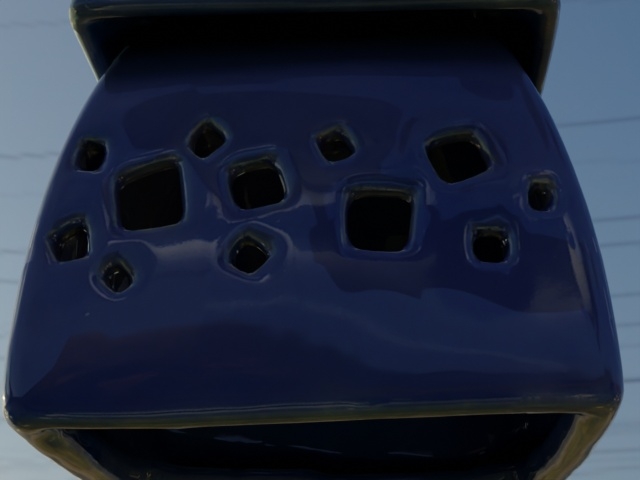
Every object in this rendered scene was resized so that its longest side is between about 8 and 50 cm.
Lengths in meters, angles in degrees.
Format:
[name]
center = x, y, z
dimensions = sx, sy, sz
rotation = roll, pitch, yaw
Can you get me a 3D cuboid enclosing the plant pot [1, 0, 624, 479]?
[plant pot]
center = 0.000, 0.000, 0.618
dimensions = 0.235, 0.212, 0.236
rotation = -1, -17, 3
